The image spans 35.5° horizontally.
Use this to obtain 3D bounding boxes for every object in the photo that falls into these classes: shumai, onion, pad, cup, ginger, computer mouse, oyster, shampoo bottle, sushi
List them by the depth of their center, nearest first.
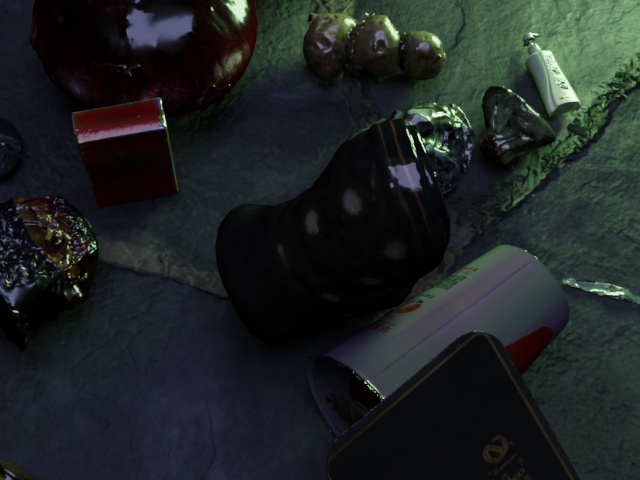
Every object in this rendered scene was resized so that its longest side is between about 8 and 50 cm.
[{"bbox_3d":[0.213,0.283,1.064,0.315,0.063,0.375,-38,108,-19],"label":"pad"},{"bbox_3d":[0.152,0.137,1.184,0.288,0.203,0.203,-36,71,-25],"label":"cup"},{"bbox_3d":[-0.355,0.023,1.230,0.150,0.153,0.172,-29,46,-34],"label":"sushi"},{"bbox_3d":[-0.499,-0.128,1.337,0.193,0.062,0.105,0,65,-1],"label":"computer mouse"},{"bbox_3d":[-0.232,-0.303,1.338,0.314,0.232,0.313,2,63,-3],"label":"onion"},{"bbox_3d":[0.096,-0.116,1.358,0.252,0.087,0.199,-1,59,-14],"label":"oyster"},{"bbox_3d":[0.255,-0.149,1.376,0.087,0.099,0.124,-47,39,5],"label":"shumai"},{"bbox_3d":[0.077,-0.272,1.425,0.204,0.080,0.104,4,78,1],"label":"ginger"},{"bbox_3d":[0.326,-0.243,1.448,0.049,0.034,0.141,-18,65,-5],"label":"shampoo bottle"}]

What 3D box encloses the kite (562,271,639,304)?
[{"bbox_3d":[0.440,0.082,1.312,0.250,0.012,0.229,11,63,4],"label":"kite"}]

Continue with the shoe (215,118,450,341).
[{"bbox_3d":[0.000,0.000,1.124,0.237,0.384,0.171,-14,76,-9],"label":"shoe"}]

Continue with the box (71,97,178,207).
[{"bbox_3d":[-0.246,-0.110,1.277,0.112,0.175,0.048,-10,66,-9],"label":"box"}]

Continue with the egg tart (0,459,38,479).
[{"bbox_3d":[-0.419,0.367,1.076,0.295,0.116,0.294,0,64,0],"label":"egg tart"}]
